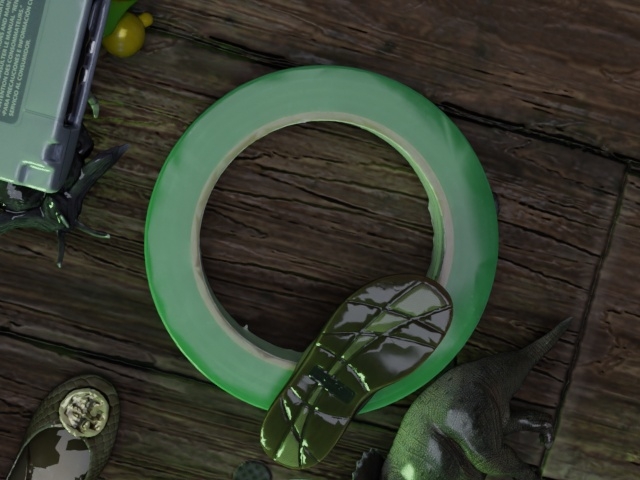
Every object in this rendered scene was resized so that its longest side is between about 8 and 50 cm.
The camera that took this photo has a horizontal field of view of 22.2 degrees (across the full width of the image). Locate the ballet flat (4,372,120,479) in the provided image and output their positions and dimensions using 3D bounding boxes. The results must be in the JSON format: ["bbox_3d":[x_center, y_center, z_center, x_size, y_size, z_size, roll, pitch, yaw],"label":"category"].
[{"bbox_3d":[-0.266,0.235,1.511,0.084,0.058,0.250,34,92,-7],"label":"ballet flat"}]

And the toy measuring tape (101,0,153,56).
[{"bbox_3d":[-0.212,-0.319,1.422,0.121,0.121,0.330,-19,112,-2],"label":"toy measuring tape"}]

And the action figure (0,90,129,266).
[{"bbox_3d":[-0.272,-0.095,1.446,0.164,0.141,0.275,-32,81,-3],"label":"action figure"}]

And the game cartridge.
[{"bbox_3d":[-0.271,-0.205,1.341,0.196,0.060,0.294,16,97,10],"label":"game cartridge"}]

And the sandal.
[{"bbox_3d":[0.030,0.112,1.450,0.090,0.060,0.219,37,106,0],"label":"sandal"}]

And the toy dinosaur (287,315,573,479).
[{"bbox_3d":[0.125,0.192,1.494,0.160,0.121,0.313,35,102,-24],"label":"toy dinosaur"}]

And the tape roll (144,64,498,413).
[{"bbox_3d":[0.000,0.000,1.502,0.321,0.077,0.321,0,94,-5],"label":"tape roll"}]
